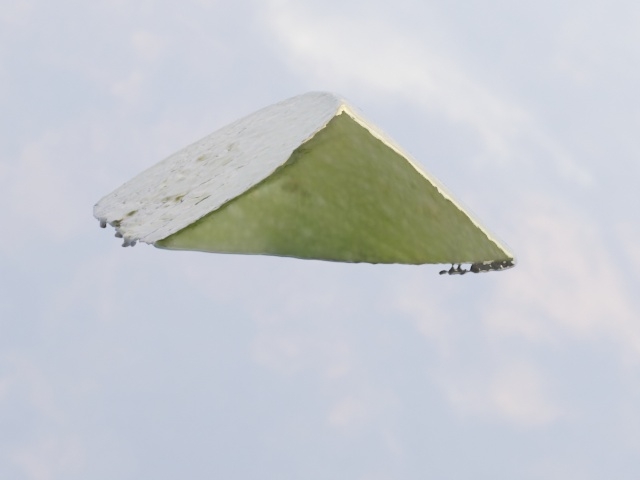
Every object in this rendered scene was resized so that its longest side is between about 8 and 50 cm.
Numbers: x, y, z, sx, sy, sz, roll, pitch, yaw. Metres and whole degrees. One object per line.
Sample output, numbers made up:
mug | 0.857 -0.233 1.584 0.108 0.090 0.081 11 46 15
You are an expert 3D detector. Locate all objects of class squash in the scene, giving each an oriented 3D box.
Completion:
squash | 0.000 0.000 1.069 0.204 0.237 0.155 -32 -74 -9
